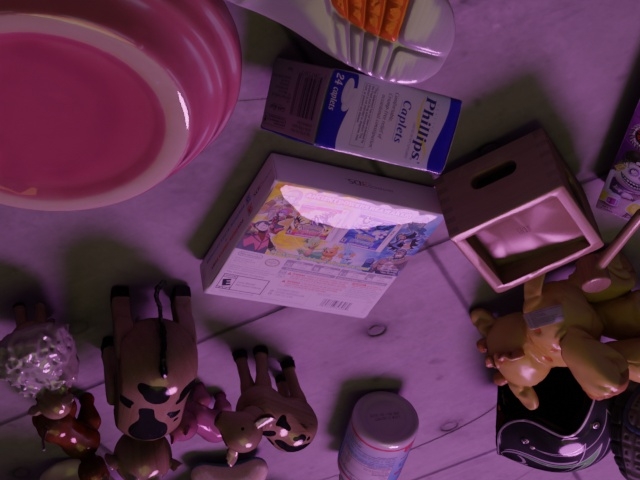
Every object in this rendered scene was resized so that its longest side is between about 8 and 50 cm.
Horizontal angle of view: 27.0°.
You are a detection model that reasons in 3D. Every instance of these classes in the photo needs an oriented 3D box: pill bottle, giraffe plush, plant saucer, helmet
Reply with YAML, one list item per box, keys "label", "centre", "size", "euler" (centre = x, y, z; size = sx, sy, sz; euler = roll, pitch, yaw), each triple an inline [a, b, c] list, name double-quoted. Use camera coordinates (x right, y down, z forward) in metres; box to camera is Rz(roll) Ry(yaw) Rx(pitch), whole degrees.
- label: "pill bottle"
  centre: [0.070, 0.274, 1.744]
  size: [0.087, 0.087, 0.160]
  euler: [-2, 141, -14]
- label: "giraffe plush"
  centre: [0.273, 0.117, 1.566]
  size: [0.210, 0.181, 0.170]
  euler: [7, 154, -28]
- label: "plant saucer"
  centre: [-0.232, -0.130, 1.125]
  size: [0.332, 0.084, 0.332]
  euler: [-1, 145, -1]
- label: "helmet"
  centre: [0.304, 0.212, 1.678]
  size: [0.162, 0.169, 0.169]
  euler: [2, 142, 6]

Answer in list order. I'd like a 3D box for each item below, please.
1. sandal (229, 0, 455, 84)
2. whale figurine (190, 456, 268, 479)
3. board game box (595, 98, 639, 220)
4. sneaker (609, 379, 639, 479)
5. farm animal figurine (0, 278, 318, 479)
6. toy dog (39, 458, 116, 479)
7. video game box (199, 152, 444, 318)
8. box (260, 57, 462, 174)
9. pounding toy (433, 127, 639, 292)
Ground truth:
- label: "sandal"
  centre: [-0.005, -0.227, 1.128]
  size: [0.265, 0.076, 0.102]
  euler: [24, 118, -11]
- label: "whale figurine"
  centre: [-0.125, 0.400, 1.836]
  size: [0.216, 0.141, 0.272]
  euler: [-6, 117, -8]
- label: "board game box"
  centre: [0.472, -0.046, 1.348]
  size: [0.347, 0.056, 0.208]
  euler: [23, 136, 12]
- label: "sneaker"
  centre: [0.445, 0.162, 1.603]
  size: [0.129, 0.111, 0.297]
  euler: [21, 91, -48]
- label: "farm animal figurine"
  centre: [-0.171, 0.190, 1.502]
  size: [0.330, 0.172, 0.326]
  euler: [-11, 141, -4]
- label: "toy dog"
  centre: [-0.284, 0.535, 1.763]
  size: [0.395, 0.284, 0.408]
  euler: [21, 142, 6]
- label: "video game box"
  centre: [0.000, 0.000, 1.420]
  size: [0.205, 0.048, 0.187]
  euler: [11, 138, -28]
- label: "box"
  centre: [0.035, -0.114, 1.216]
  size: [0.137, 0.126, 0.072]
  euler: [10, 97, -27]
- label: "pounding toy"
  centre: [0.249, -0.026, 1.420]
  size: [0.181, 0.094, 0.206]
  euler: [-26, 140, 17]
